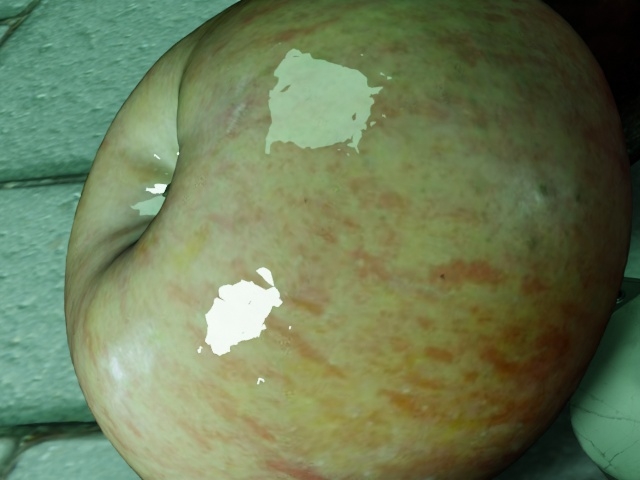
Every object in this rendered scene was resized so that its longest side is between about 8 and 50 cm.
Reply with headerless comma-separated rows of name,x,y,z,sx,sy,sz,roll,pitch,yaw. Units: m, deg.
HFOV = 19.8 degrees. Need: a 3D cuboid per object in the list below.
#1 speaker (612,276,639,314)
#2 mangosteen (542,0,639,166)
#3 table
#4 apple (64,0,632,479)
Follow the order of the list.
speaker,0.209,0.052,1.113,0.191,0.046,0.040,7,39,37
mangosteen,0.096,-0.158,1.271,0.360,0.306,0.306,-28,29,12
table,0.208,0.087,1.016,0.133,0.043,0.133,-18,48,22
apple,0.000,0.000,1.023,0.269,0.344,0.345,9,7,-42
